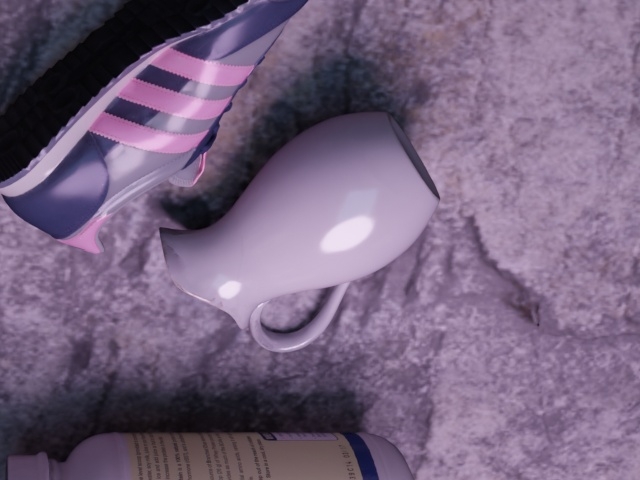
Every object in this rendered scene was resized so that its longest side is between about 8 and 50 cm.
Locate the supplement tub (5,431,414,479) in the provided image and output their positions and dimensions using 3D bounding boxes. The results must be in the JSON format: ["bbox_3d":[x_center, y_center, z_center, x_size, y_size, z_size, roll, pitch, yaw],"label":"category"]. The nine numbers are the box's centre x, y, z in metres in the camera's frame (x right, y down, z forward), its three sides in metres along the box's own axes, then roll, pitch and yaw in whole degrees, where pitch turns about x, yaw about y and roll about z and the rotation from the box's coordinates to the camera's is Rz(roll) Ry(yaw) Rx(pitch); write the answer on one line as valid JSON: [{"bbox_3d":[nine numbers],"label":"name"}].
[{"bbox_3d":[-0.094,0.274,1.163,0.324,0.235,0.235,2,109,-13],"label":"supplement tub"}]

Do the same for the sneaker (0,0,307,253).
[{"bbox_3d":[-0.108,-0.118,1.105,0.319,0.112,0.131,-37,130,5],"label":"sneaker"}]

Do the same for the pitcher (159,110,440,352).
[{"bbox_3d":[0.000,0.000,1.161,0.207,0.125,0.178,-32,134,11],"label":"pitcher"}]
